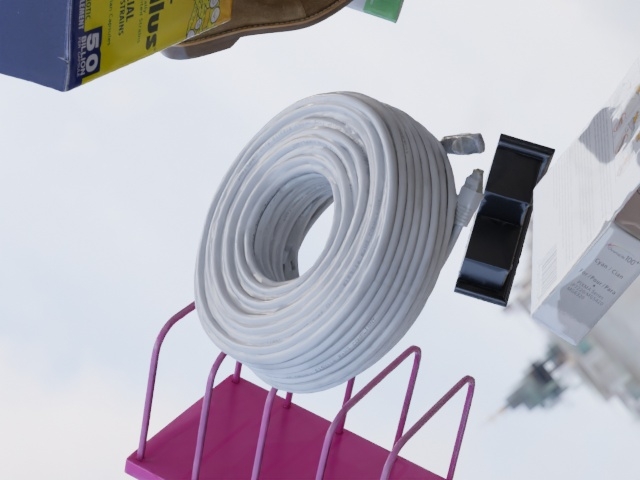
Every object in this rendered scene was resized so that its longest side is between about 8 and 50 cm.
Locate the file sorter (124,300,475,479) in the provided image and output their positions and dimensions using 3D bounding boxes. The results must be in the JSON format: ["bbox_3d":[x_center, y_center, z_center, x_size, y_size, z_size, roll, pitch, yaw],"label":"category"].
[{"bbox_3d":[-0.015,0.180,1.955,0.290,0.182,0.202,24,-146,22],"label":"file sorter"}]

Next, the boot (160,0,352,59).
[{"bbox_3d":[-0.070,-0.330,2.447,0.112,0.305,0.115,-126,20,-49],"label":"boot"}]

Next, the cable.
[{"bbox_3d":[0.000,0.000,1.624,0.089,0.257,0.257,27,172,-39],"label":"cable"}]

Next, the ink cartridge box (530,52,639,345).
[{"bbox_3d":[0.314,-0.067,1.992,0.066,0.261,0.296,31,-153,-10],"label":"ink cartridge box"}]

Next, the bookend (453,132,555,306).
[{"bbox_3d":[0.229,-0.025,2.416,0.072,0.157,0.156,16,-116,3],"label":"bookend"}]

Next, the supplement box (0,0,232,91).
[{"bbox_3d":[-0.260,-0.320,2.183,0.195,0.194,0.356,17,-154,22],"label":"supplement box"}]

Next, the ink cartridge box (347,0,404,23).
[{"bbox_3d":[0.020,-0.379,2.632,0.212,0.093,0.154,17,-163,1],"label":"ink cartridge box"}]
